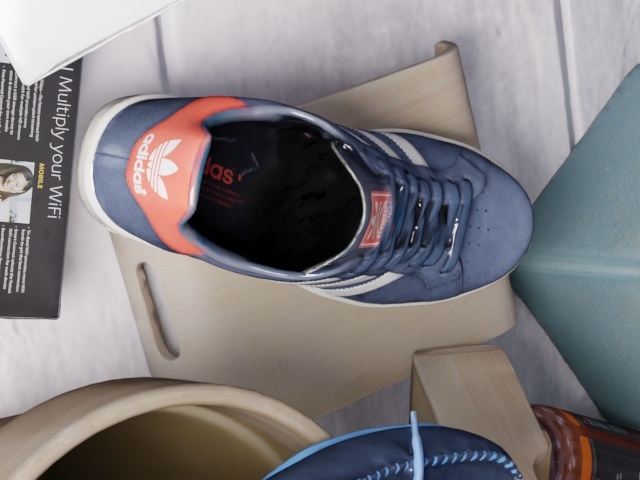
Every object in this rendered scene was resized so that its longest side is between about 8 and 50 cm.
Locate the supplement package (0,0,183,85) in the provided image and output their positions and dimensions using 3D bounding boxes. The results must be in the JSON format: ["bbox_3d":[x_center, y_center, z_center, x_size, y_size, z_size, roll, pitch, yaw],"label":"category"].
[{"bbox_3d":[-0.100,-0.245,0.971,0.262,0.145,0.204,-29,113,-4],"label":"supplement package"}]

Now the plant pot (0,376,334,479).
[{"bbox_3d":[-0.158,0.229,1.047,0.323,0.280,0.323,-3,95,-39],"label":"plant pot"}]

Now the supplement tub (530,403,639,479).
[{"bbox_3d":[0.202,0.192,1.453,0.198,0.106,0.106,19,81,-39],"label":"supplement tub"}]

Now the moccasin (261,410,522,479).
[{"bbox_3d":[-0.007,0.192,0.913,0.342,0.117,0.137,-22,107,-37],"label":"moccasin"}]

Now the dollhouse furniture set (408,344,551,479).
[{"bbox_3d":[0.279,0.193,1.240,0.394,0.256,0.362,-4,122,-8],"label":"dollhouse furniture set"}]

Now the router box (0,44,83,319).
[{"bbox_3d":[-0.265,-0.110,1.060,0.243,0.081,0.308,6,90,-39],"label":"router box"}]

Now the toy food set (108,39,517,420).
[{"bbox_3d":[0.000,0.000,1.295,0.306,0.092,0.219,-22,108,-27],"label":"toy food set"}]

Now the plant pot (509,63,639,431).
[{"bbox_3d":[0.352,0.021,1.467,0.247,0.252,0.248,-51,122,-23],"label":"plant pot"}]

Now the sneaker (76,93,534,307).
[{"bbox_3d":[0.022,-0.017,1.163,0.350,0.148,0.131,6,93,-32],"label":"sneaker"}]
